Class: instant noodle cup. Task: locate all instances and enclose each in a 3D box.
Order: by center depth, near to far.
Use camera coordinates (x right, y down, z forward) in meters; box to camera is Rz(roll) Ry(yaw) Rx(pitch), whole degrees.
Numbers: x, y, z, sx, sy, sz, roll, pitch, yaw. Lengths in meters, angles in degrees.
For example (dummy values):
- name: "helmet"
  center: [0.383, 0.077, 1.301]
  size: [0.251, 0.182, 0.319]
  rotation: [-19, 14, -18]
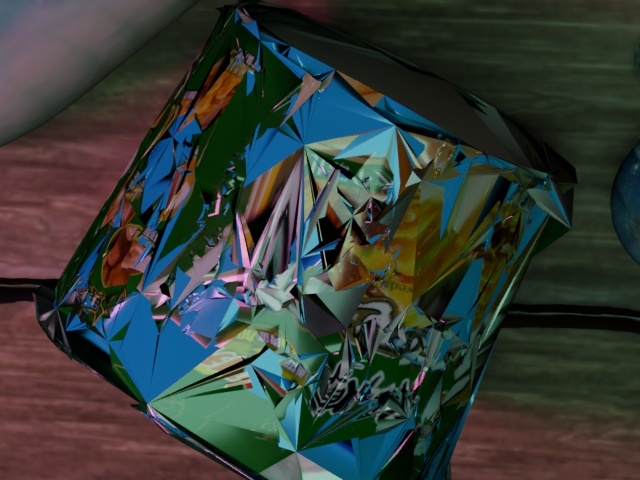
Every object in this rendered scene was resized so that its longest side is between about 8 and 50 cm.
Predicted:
- name: "instant noodle cup"
  center: [0.000, 0.000, 0.933]
  size: [0.240, 0.240, 0.178]
  rotation: [27, 102, -1]

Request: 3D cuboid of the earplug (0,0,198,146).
- name: "earplug"
  center: [-0.144, -0.147, 0.937]
  size: [0.324, 0.185, 0.185]
  rotation: [-36, 100, 26]

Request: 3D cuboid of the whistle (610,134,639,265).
- name: "whistle"
  center: [0.198, -0.011, 0.975]
  size: [0.090, 0.090, 0.158]
  rotation: [-32, 141, 18]
